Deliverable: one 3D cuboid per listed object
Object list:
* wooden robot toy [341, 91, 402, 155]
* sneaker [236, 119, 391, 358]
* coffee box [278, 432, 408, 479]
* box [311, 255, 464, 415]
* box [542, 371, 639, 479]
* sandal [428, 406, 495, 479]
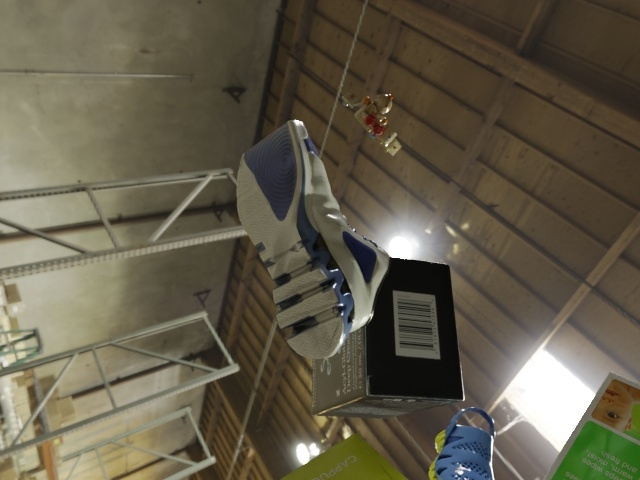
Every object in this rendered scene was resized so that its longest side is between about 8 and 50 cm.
[{"bbox_3d":[0.117,-0.243,0.930,0.079,0.173,0.076,-45,-149,7],"label":"wooden robot toy"},{"bbox_3d":[0.000,0.001,0.704,0.127,0.182,0.316,-23,-102,32],"label":"sneaker"},{"bbox_3d":[0.041,0.583,0.734,0.338,0.337,0.334,24,-50,55],"label":"coffee box"},{"bbox_3d":[0.129,0.245,1.133,0.395,0.211,0.294,123,-29,-60],"label":"box"},{"bbox_3d":[0.306,0.273,0.363,0.262,0.231,0.127,22,-26,53],"label":"box"},{"bbox_3d":[0.311,0.452,1.018,0.126,0.317,0.138,31,-78,5],"label":"sandal"}]
